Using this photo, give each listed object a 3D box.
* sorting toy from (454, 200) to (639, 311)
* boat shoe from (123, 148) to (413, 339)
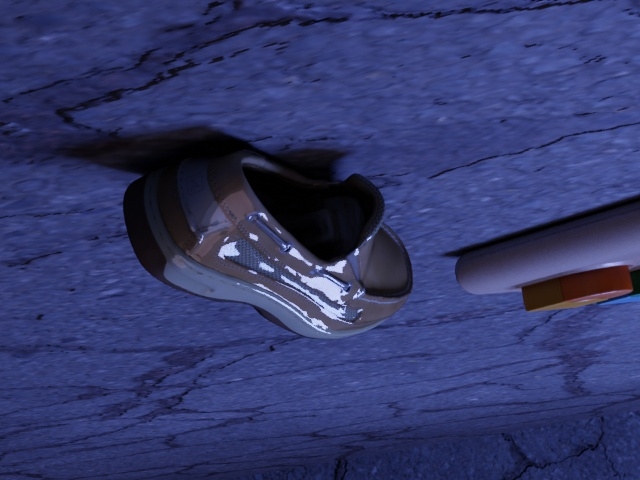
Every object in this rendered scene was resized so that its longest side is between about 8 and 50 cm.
[{"bbox_3d":[0.215,0.011,0.933,0.193,0.038,0.208,-18,164,42],"label":"sorting toy"},{"bbox_3d":[0.000,0.000,0.681,0.072,0.068,0.190,-27,161,26],"label":"boat shoe"}]
